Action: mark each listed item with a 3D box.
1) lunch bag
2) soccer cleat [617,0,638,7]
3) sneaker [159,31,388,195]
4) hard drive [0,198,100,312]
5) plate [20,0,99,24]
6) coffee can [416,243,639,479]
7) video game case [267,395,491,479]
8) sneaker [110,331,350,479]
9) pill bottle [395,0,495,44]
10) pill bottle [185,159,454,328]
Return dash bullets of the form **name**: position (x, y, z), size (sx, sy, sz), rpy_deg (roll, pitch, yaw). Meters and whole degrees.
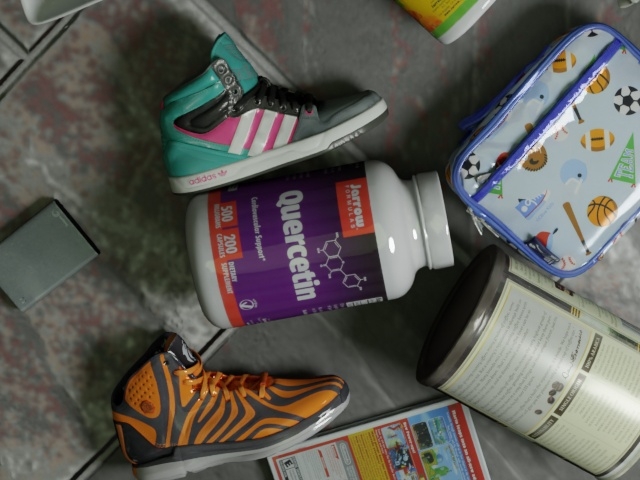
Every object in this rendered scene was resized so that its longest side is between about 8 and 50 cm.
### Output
- **lunch bag**: position (0.311, -0.114, 1.780), size (0.243, 0.115, 0.303), rpy_deg (42, 94, -8)
- **soccer cleat**: position (0.266, -0.388, 1.719), size (0.331, 0.116, 0.143), rpy_deg (19, 87, -4)
- **sneaker**: position (-0.075, -0.185, 1.784), size (0.296, 0.124, 0.178), rpy_deg (-19, 103, -1)
- **hard drive**: position (-0.376, 0.021, 1.883), size (0.135, 0.022, 0.094), rpy_deg (-37, 99, 9)
- **plate**: position (-0.248, -0.417, 1.606), size (0.278, 0.045, 0.277), rpy_deg (-16, 91, 18)
- **coffee can**: position (0.290, 0.158, 1.804), size (0.275, 0.201, 0.201), rpy_deg (29, 102, -5)
- **video game case**: position (0.090, 0.343, 1.941), size (0.285, 0.025, 0.204), rpy_deg (-17, 101, 5)
- **sneaker**: position (-0.132, 0.199, 1.864), size (0.321, 0.124, 0.180), rpy_deg (-18, 102, 6)
- **pill bottle**: position (0.111, -0.370, 1.724), size (0.246, 0.136, 0.136), rpy_deg (42, 100, -7)
- **pill bottle**: position (0.000, 0.000, 1.787), size (0.323, 0.181, 0.181), rpy_deg (-11, 102, 4)
